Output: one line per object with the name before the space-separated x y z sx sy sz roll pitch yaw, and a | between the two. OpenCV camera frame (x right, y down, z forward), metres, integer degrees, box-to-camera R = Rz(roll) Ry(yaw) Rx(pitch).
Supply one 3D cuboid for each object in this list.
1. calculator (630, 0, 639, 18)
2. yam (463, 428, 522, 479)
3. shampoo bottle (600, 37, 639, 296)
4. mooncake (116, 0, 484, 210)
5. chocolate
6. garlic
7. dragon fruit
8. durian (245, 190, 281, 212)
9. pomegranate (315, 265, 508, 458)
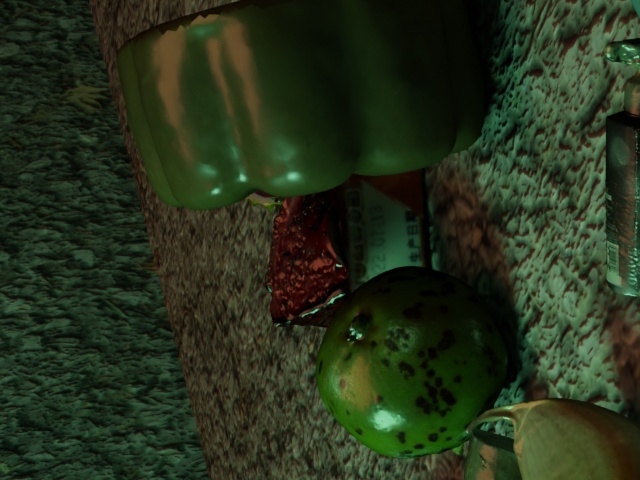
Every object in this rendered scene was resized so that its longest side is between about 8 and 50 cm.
calculator | 0.287 -0.218 1.104 0.256 0.054 0.386 97 161 -44
yam | 0.173 0.328 1.601 0.093 0.093 0.259 -158 78 -71
shampoo bottle | 0.257 -0.060 1.266 0.057 0.063 0.207 26 124 57
mooncake | -0.017 -0.152 1.630 0.378 0.378 0.200 178 78 -74
chocolate | 0.046 -0.017 1.938 0.237 0.108 0.234 -146 51 -70
garlic | 0.233 0.228 1.331 0.145 0.164 0.245 73 180 -48
dragon fruit | -0.020 0.002 1.786 0.122 0.092 0.192 105 160 -81
durian | -0.050 -0.160 2.163 0.186 0.154 0.260 50 146 19
pomegranate | 0.111 0.140 1.694 0.263 0.211 0.211 39 -159 -45
